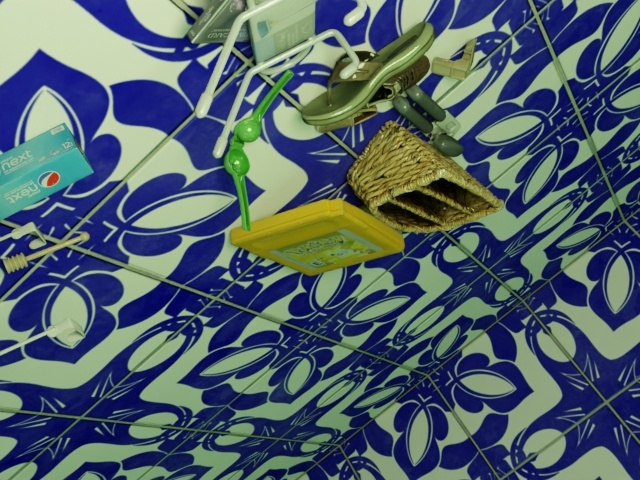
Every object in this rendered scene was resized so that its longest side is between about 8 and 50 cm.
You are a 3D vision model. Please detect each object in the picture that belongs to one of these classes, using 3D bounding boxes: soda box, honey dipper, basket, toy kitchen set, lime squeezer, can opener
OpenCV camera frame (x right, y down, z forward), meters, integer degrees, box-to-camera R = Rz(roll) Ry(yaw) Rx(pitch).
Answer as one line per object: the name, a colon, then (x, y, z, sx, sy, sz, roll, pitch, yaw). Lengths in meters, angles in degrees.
soda box: (-0.489, -0.104, 1.202, 0.210, 0.067, 0.071, -29, 149, -8)
honey dipper: (-0.515, 0.019, 1.387, 0.161, 0.030, 0.030, -23, 148, -21)
basket: (0.232, -0.100, 1.698, 0.299, 0.223, 0.213, 19, 114, -50)
toy kitchen set: (0.287, -0.398, 1.555, 0.068, 0.075, 0.083, 87, 24, -59)
lime squeezer: (-0.136, -0.181, 1.403, 0.059, 0.110, 0.310, 14, 96, -31)
can opener: (0.259, -0.262, 1.653, 0.076, 0.095, 0.283, -44, 153, 15)

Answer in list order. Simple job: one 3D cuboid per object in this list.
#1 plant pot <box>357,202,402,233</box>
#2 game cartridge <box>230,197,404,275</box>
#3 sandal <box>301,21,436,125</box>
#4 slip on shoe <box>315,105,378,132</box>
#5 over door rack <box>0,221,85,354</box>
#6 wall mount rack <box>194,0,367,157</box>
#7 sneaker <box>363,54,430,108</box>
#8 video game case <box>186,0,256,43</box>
plant pot: (0.129, -0.034, 1.913, 0.236, 0.032, 0.236, -24, 149, -16)
game cartridge: (0.000, 0.000, 1.702, 0.285, 0.052, 0.324, -17, 159, 28)
sandal: (0.079, -0.330, 1.402, 0.303, 0.120, 0.086, -39, 121, 5)
slip on shoe: (0.056, -0.254, 1.527, 0.135, 0.041, 0.051, -25, 148, -15)
over door rack: (-0.596, 0.102, 1.226, 0.324, 0.239, 0.108, -20, 152, -22)
wall mount rack: (-0.078, -0.284, 1.172, 0.304, 0.130, 0.350, -30, 171, -6)
sneaker: (0.151, -0.313, 1.490, 0.188, 0.071, 0.066, -29, 127, -7)
video game case: (-0.059, -0.396, 1.116, 0.274, 0.026, 0.196, -35, 172, 38)
